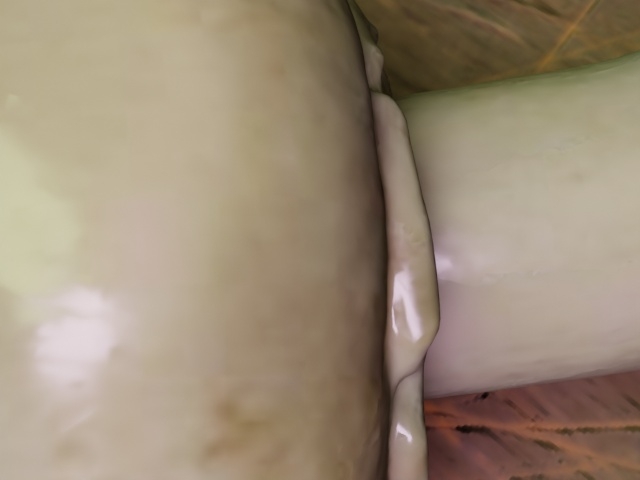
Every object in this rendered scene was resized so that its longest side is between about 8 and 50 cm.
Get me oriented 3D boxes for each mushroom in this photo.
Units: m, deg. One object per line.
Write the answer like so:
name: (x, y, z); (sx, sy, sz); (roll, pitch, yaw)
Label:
mushroom: (0.000, 0.000, 0.465); (0.336, 0.314, 0.314); (-11, 68, 0)
